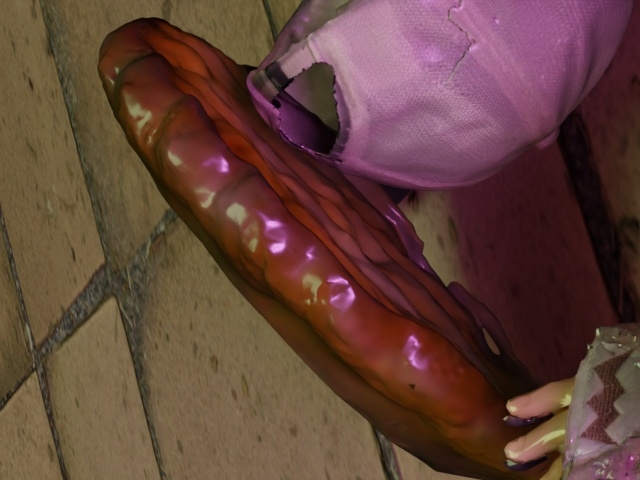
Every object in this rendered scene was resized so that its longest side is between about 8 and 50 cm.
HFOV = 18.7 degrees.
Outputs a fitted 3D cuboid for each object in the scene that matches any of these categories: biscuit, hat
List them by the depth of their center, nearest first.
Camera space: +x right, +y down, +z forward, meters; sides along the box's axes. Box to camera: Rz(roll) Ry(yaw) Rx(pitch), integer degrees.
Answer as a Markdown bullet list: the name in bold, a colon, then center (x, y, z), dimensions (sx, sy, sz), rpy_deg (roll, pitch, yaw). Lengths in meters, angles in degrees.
- **hat**: center (0.065, -0.156, 0.917), dimensions (0.232, 0.161, 0.275), rpy_deg (-15, 62, 56)
- **biscuit**: center (0.000, 0.000, 1.012), dimensions (0.329, 0.078, 0.335), rpy_deg (42, -172, -32)

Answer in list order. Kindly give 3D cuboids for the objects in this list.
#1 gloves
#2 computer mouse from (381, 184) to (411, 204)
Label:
- **gloves**: center (0.156, 0.092, 0.809), dimensions (0.094, 0.144, 0.110), rpy_deg (117, 160, -43)
- **computer mouse**: center (0.034, -0.103, 1.103), dimensions (0.120, 0.057, 0.232), rpy_deg (61, 152, 23)
